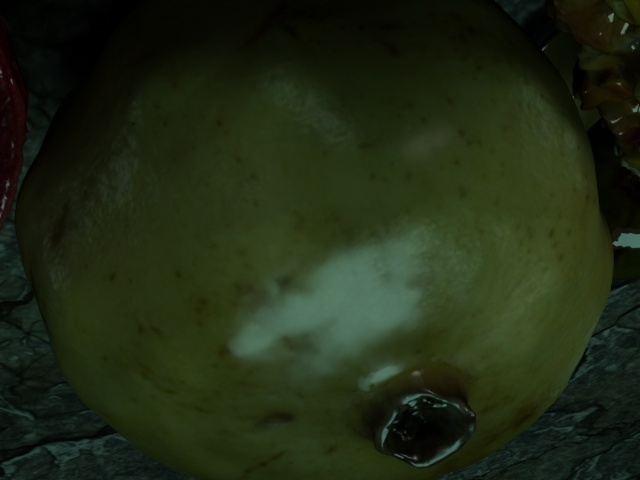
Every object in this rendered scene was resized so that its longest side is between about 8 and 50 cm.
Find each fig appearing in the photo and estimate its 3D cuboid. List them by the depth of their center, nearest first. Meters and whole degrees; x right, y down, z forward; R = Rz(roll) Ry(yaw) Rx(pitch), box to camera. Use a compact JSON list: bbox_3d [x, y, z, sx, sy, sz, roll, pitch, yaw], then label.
[{"bbox_3d":[0.218,-0.010,0.833,0.124,0.124,0.236,-5,161,-12],"label":"fig"}]

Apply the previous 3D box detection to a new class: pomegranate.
[{"bbox_3d":[0.000,0.000,0.578,0.332,0.333,0.332,-9,147,-6],"label":"pomegranate"}]

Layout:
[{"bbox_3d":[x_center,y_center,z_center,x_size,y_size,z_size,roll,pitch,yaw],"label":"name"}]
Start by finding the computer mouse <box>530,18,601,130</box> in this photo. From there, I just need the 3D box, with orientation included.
[{"bbox_3d":[0.140,-0.089,0.732,0.102,0.045,0.199,18,137,-42],"label":"computer mouse"}]

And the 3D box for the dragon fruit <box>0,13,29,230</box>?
[{"bbox_3d":[-0.244,-0.086,0.501,0.189,0.163,0.262,-23,133,10],"label":"dragon fruit"}]

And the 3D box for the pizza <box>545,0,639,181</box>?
[{"bbox_3d":[0.211,-0.163,0.506,0.277,0.114,0.409,-37,143,-28],"label":"pizza"}]
